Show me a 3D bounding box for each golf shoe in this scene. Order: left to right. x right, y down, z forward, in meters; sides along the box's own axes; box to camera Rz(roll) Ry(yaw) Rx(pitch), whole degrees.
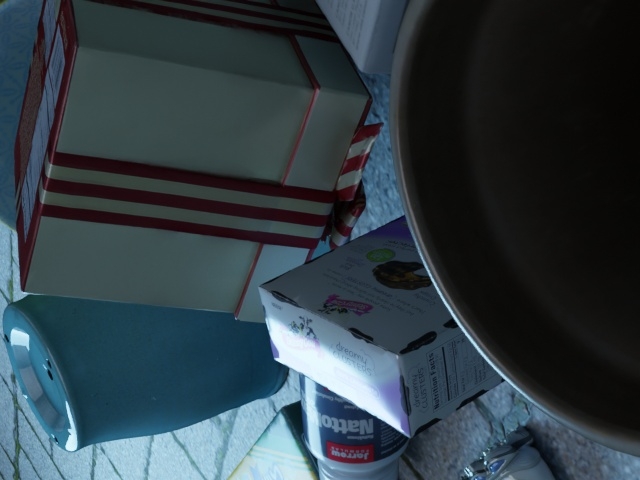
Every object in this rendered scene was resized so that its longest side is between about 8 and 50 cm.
[{"bbox_3d":[0.153,0.240,0.958,0.086,0.069,0.176,50,147,15],"label":"golf shoe"}]

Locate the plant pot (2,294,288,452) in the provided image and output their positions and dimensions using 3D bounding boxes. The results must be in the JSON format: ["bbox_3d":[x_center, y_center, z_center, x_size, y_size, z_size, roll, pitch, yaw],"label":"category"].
[{"bbox_3d":[-0.219,0.112,1.260,0.272,0.255,0.271,37,139,41],"label":"plant pot"}]

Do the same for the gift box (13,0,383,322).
[{"bbox_3d":[-0.097,-0.100,0.877,0.255,0.258,0.276,-109,35,-46],"label":"gift box"}]

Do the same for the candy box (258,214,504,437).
[{"bbox_3d":[0.082,0.048,0.806,0.165,0.196,0.070,23,131,50],"label":"candy box"}]

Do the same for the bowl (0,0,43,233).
[{"bbox_3d":[-0.243,-0.138,1.193,0.156,0.290,0.289,-57,-50,-76],"label":"bowl"}]

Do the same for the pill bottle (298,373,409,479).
[{"bbox_3d":[0.035,0.161,1.043,0.108,0.108,0.180,31,135,45],"label":"pill bottle"}]

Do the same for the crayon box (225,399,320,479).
[{"bbox_3d":[-0.015,0.328,1.241,0.203,0.083,0.323,61,150,20],"label":"crayon box"}]

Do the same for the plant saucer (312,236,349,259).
[{"bbox_3d":[0.000,0.000,1.078,0.067,0.018,0.192,43,141,33],"label":"plant saucer"}]

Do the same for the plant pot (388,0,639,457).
[{"bbox_3d":[0.200,-0.058,0.519,0.263,0.229,0.263,37,139,41],"label":"plant pot"}]

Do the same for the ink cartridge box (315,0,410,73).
[{"bbox_3d":[0.022,-0.357,0.773,0.308,0.091,0.385,102,151,-45],"label":"ink cartridge box"}]

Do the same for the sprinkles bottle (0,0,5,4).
[{"bbox_3d":[-0.389,-0.191,1.450,0.121,0.121,0.355,55,147,18],"label":"sprinkles bottle"}]
